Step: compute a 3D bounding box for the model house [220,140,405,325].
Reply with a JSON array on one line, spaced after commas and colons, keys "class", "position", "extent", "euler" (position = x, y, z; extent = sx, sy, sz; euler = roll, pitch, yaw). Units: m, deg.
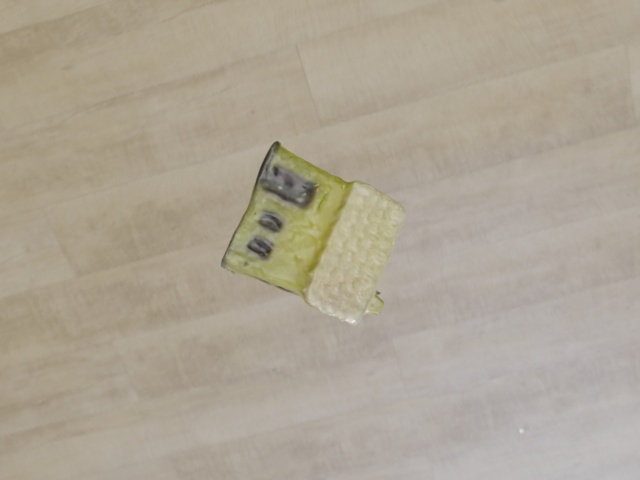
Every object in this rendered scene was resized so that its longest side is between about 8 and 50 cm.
[{"class": "model house", "position": [0.000, 0.000, 1.210], "extent": [0.234, 0.175, 0.193], "euler": [24, 82, -2]}]
